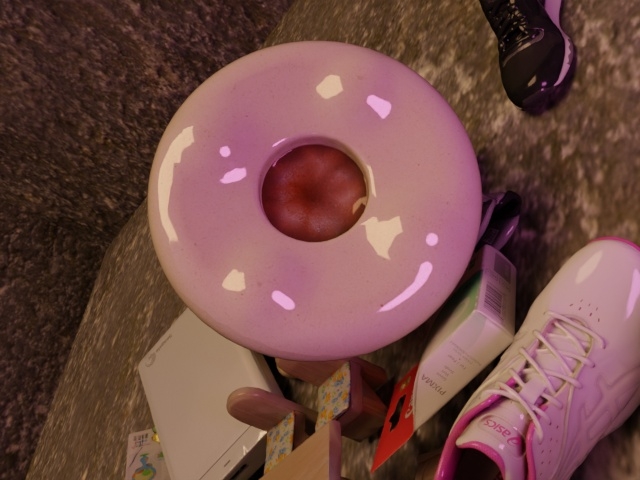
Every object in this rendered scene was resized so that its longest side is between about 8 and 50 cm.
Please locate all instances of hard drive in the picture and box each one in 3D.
[{"bbox_3d":[-0.189,0.255,1.148,0.233,0.047,0.353,-48,40,9],"label":"hard drive"}]

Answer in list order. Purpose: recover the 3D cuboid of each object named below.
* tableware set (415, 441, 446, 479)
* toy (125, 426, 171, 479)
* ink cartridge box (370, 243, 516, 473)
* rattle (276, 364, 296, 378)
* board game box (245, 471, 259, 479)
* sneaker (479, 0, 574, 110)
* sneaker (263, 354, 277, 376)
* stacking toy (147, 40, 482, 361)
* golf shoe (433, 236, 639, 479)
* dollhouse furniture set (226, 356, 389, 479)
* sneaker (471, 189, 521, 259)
[{"bbox_3d":[0.130,0.281,0.682,0.141,0.020,0.169,-26,42,53],"label":"tableware set"},{"bbox_3d":[-0.289,0.438,1.271,0.237,0.136,0.056,-114,16,-59],"label":"toy"},{"bbox_3d":[0.121,0.123,0.748,0.225,0.056,0.181,-49,2,25],"label":"ink cartridge box"},{"bbox_3d":[-0.048,0.144,1.049,0.130,0.143,0.199,-42,18,-2],"label":"rattle"},{"bbox_3d":[-0.159,0.396,1.127,0.136,0.030,0.260,-56,24,8],"label":"board game box"},{"bbox_3d":[0.256,-0.299,0.924,0.107,0.124,0.283,-36,34,45],"label":"sneaker"},{"bbox_3d":[-0.111,0.259,1.148,0.089,0.051,0.170,-46,31,22],"label":"sneaker"},{"bbox_3d":[0.000,0.000,0.901,0.480,0.350,0.351,82,-151,-75],"label":"stacking toy"},{"bbox_3d":[0.185,0.133,0.561,0.115,0.140,0.306,27,92,33],"label":"golf shoe"},{"bbox_3d":[-0.122,0.344,0.802,0.394,0.256,0.362,-48,26,34],"label":"dollhouse furniture set"},{"bbox_3d":[0.197,-0.060,0.857,0.132,0.086,0.229,-20,57,50],"label":"sneaker"}]
